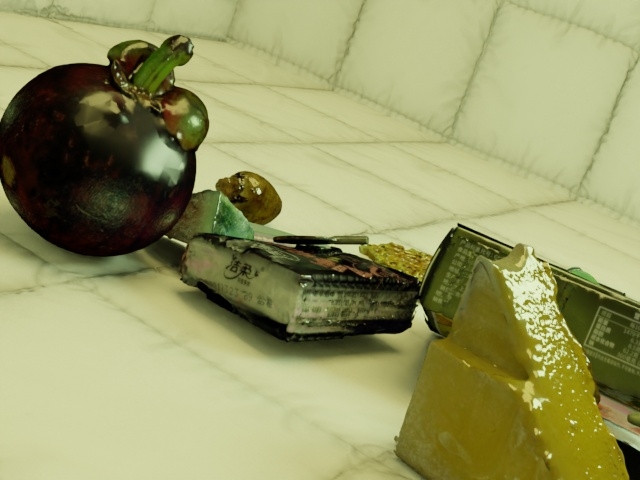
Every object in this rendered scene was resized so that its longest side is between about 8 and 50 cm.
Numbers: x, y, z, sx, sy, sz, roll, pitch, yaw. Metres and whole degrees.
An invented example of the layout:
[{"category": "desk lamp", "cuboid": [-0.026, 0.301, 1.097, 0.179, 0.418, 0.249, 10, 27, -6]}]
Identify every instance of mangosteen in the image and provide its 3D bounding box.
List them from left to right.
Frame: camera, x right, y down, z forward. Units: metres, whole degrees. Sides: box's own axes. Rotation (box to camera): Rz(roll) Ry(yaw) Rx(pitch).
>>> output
[{"category": "mangosteen", "cuboid": [-0.311, -0.143, 1.754, 0.306, 0.359, 0.306, 34, 34, -27]}]

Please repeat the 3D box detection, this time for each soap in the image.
[{"category": "soap", "cuboid": [0.290, 0.209, 1.400, 0.338, 0.304, 0.169, 32, 22, 37]}]

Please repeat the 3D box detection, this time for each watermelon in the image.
[{"category": "watermelon", "cuboid": [-0.224, -0.030, 1.935, 0.241, 0.094, 0.154, 13, -12, 29]}]

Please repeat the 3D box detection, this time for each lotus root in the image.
[{"category": "lotus root", "cuboid": [-0.121, -0.072, 2.227, 0.190, 0.108, 0.094, 19, 36, -59]}]

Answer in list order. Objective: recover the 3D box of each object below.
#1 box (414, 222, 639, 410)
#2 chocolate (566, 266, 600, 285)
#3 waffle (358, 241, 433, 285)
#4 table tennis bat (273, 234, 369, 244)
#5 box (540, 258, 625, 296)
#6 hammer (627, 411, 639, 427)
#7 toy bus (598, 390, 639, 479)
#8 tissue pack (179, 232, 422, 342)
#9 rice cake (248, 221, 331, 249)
[{"category": "box", "cuboid": [0.370, 0.147, 1.816, 0.420, 0.138, 0.373, 25, -6, 13]}, {"category": "chocolate", "cuboid": [0.548, 0.159, 2.309, 0.110, 0.110, 0.291, 16, 18, -17]}, {"category": "waffle", "cuboid": [0.208, 0.066, 2.274, 0.254, 0.052, 0.245, 5, 20, -48]}, {"category": "table tennis bat", "cuboid": [0.000, 0.000, 1.918, 0.158, 0.014, 0.095, 0, -7, 12]}, {"category": "box", "cuboid": [0.536, 0.107, 2.524, 0.224, 0.069, 0.120, 22, 15, 12]}, {"category": "hammer", "cuboid": [0.408, 0.311, 1.471, 0.060, 0.195, 0.028, 2, -19, 21]}, {"category": "toy bus", "cuboid": [0.412, 0.295, 1.580, 0.302, 0.128, 0.147, 25, 22, 18]}, {"category": "tissue pack", "cuboid": [-0.030, 0.071, 1.811, 0.245, 0.123, 0.332, 18, 7, 36]}, {"category": "rice cake", "cuboid": [-0.077, 0.007, 2.124, 0.221, 0.042, 0.080, 16, 14, -20]}]
